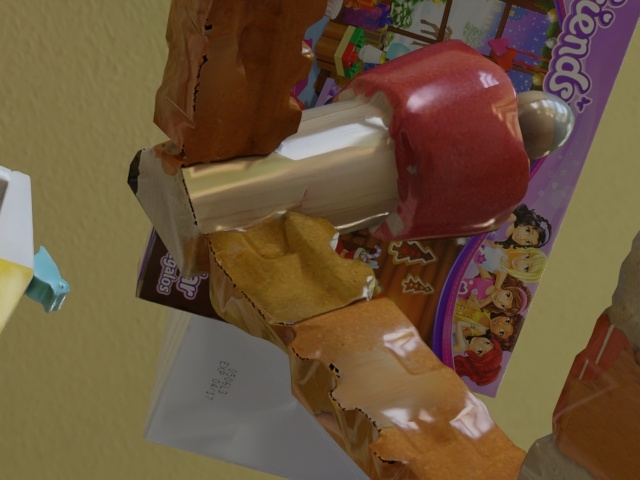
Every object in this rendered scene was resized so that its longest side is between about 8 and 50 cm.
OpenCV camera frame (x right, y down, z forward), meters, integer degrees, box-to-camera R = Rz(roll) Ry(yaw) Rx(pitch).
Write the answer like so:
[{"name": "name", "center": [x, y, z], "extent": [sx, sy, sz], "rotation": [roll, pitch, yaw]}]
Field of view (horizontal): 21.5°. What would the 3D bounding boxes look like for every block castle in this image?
[{"name": "block castle", "center": [0.116, -0.107, 0.519], "extent": [0.213, 0.303, 0.453], "rotation": [-15, -43, -31]}]

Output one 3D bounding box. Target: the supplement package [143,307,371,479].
[{"name": "supplement package", "center": [0.000, 0.000, 1.191], "extent": [0.175, 0.293, 0.177], "rotation": [16, -43, -9]}]

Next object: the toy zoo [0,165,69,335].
[{"name": "toy zoo", "center": [-0.312, -0.010, 1.152], "extent": [0.293, 0.192, 0.030], "rotation": [20, -52, -14]}]

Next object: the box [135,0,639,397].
[{"name": "box", "center": [0.042, -0.083, 0.863], "extent": [0.201, 0.057, 0.293], "rotation": [16, -74, -9]}]
